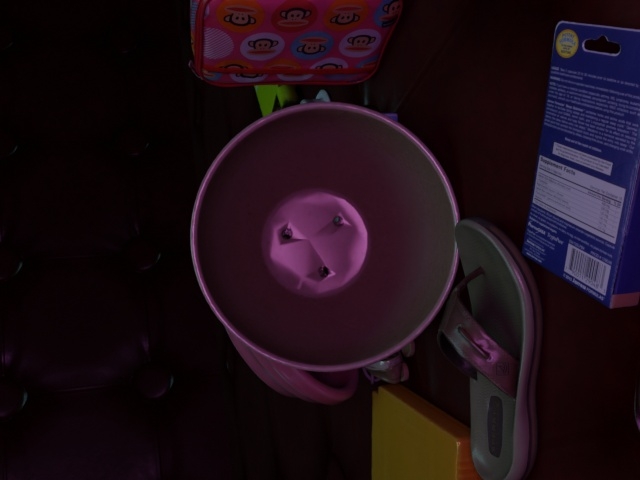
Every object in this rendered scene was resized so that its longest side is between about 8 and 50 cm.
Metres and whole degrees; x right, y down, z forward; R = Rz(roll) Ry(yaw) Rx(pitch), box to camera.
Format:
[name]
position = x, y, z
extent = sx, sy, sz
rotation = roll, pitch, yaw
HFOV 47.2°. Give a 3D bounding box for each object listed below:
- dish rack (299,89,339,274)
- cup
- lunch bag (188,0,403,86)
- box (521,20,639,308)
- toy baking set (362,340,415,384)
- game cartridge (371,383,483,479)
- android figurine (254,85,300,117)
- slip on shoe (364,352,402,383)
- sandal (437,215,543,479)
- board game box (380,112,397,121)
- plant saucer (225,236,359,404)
[dish rack]
position = -0.017, -0.087, 1.395
extent = 0.285, 0.072, 0.332
rotation = 112, 148, -52
[cup]
position = 0.000, 0.000, 1.004
extent = 0.237, 0.331, 0.330
rotation = 147, 119, -85
[lunch bag]
position = -0.045, -0.315, 1.070
extent = 0.258, 0.293, 0.120
rotation = 117, 147, -65
[box]
position = 0.241, -0.071, 0.638
extent = 0.136, 0.037, 0.225
rotation = -132, 41, -63
[toy baking set]
position = 0.088, 0.130, 1.168
extent = 0.256, 0.030, 0.196
rotation = 144, 121, -69
[game cartridge]
position = 0.144, 0.386, 1.024
extent = 0.285, 0.053, 0.323
rotation = -165, 75, -72
[android figurine]
position = -0.099, -0.361, 1.616
extent = 0.248, 0.056, 0.272
rotation = 109, 151, -51
[slip on shoe]
position = 0.080, 0.185, 1.120
extent = 0.135, 0.051, 0.041
rotation = 3, 113, 58
[sandal]
position = 0.176, 0.124, 0.796
extent = 0.120, 0.086, 0.302
rotation = 179, 87, -72
[board game box]
position = 0.006, -0.177, 1.151
extent = 0.211, 0.160, 0.039
rotation = -161, 68, -71
[plant saucer]
position = -0.061, 0.125, 1.195
extent = 0.332, 0.084, 0.332
rotation = 50, -162, -23
